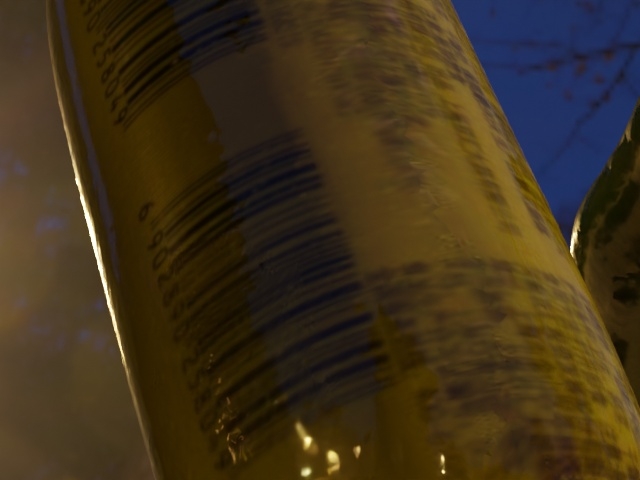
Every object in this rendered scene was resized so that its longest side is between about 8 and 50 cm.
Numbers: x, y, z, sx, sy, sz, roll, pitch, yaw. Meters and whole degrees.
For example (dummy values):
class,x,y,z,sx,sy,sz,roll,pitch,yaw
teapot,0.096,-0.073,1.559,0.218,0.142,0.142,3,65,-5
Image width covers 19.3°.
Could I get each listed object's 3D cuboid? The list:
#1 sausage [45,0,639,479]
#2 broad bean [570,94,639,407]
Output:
class,x,y,z,sx,sy,sz,roll,pitch,yaw
sausage,0.000,0.000,0.521,0.123,0.347,0.123,-11,-39,-9
broad bean,0.126,0.012,0.738,0.060,0.043,0.297,15,-50,11
